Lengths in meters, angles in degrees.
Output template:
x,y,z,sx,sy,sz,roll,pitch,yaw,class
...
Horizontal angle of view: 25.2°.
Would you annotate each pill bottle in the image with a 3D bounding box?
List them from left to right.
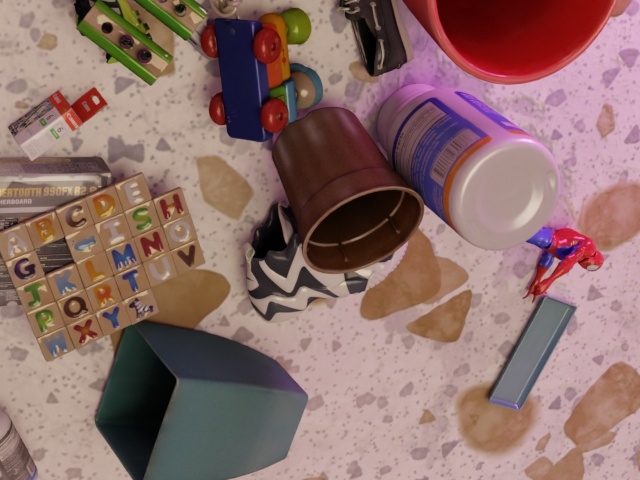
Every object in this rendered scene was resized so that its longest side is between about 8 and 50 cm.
x,y,z,sx,sy,sz,roll,pitch,yaw,class
-0.430,0.270,1.872,0.078,0.078,0.137,-27,122,-10,pill bottle
0.178,-0.107,1.844,0.152,0.272,0.152,-10,117,-20,pill bottle

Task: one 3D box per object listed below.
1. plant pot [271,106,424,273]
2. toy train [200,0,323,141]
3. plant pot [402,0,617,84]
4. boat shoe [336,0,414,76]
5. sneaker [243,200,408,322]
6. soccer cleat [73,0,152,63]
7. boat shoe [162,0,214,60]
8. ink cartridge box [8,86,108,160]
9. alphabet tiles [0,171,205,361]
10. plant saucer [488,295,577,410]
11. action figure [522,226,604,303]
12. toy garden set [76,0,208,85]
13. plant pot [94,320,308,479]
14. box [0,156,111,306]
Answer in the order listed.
x,y,z,sx,sy,sz,roll,pitch,yaw,class
0.023,-0.071,1.835,0.167,0.165,0.167,-19,147,-13,plant pot
-0.066,-0.258,1.760,0.143,0.105,0.248,-29,121,-46,toy train
0.200,-0.358,1.747,0.275,0.243,0.275,-10,118,-19,plant pot
0.056,-0.295,1.815,0.065,0.075,0.206,-34,128,-9,boat shoe
0.000,0.000,1.923,0.235,0.094,0.153,-21,130,-2,sneaker
-0.266,-0.284,1.686,0.072,0.060,0.179,-27,124,5,soccer cleat
-0.155,-0.266,1.760,0.100,0.035,0.035,44,72,-33,boat shoe
-0.316,-0.149,1.724,0.115,0.063,0.029,-37,126,-4,ink cartridge box
-0.267,0.028,1.801,0.237,0.009,0.198,-24,123,-14,alphabet tiles
0.323,0.172,2.203,0.067,0.018,0.192,18,107,-30,plant saucer
0.292,0.022,2.071,0.280,0.091,0.139,18,100,-29,action figure
-0.196,-0.333,1.620,0.204,0.049,0.244,38,86,-14,toy garden set
-0.148,0.223,1.931,0.234,0.166,0.165,8,111,-34,plant pot
-0.382,-0.009,1.768,0.231,0.056,0.183,-3,115,-24,box
